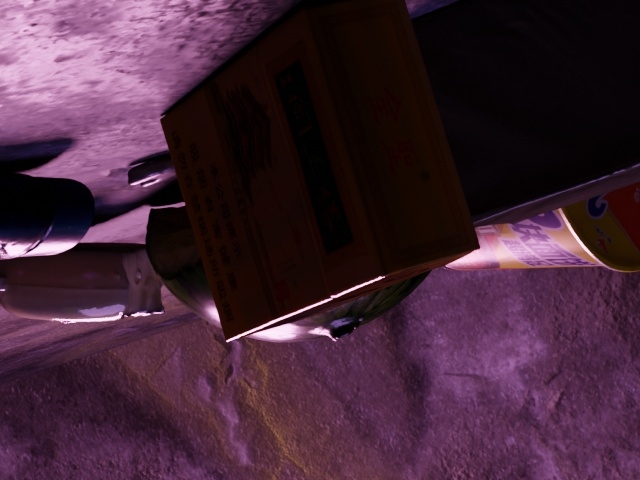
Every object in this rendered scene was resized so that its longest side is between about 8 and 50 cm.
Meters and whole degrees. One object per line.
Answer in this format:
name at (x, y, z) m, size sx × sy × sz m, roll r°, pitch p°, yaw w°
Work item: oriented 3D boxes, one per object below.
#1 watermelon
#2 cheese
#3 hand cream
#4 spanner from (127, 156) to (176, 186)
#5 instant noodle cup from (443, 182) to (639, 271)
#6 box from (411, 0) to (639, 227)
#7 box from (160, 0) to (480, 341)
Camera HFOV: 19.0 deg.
watermelon at (0.000, 0.000, 1.781) m, size 0.330 × 0.189 × 0.331 m, roll -12°, pitch 177°, yaw -1°
cheese at (-0.272, 0.038, 1.811) m, size 0.248 × 0.071 × 0.163 m, roll 2°, pitch -176°, yaw -4°
hand cream at (-0.287, -0.018, 1.352) m, size 0.120 × 0.061 × 0.270 m, roll -15°, pitch 170°, yaw 40°
spanner at (-0.048, -0.088, 1.540) m, size 0.254 × 0.015 × 0.054 m, roll -19°, pitch 174°, yaw 24°
instant noodle cup at (0.171, -0.066, 1.572) m, size 0.174 × 0.213 × 0.213 m, roll -10°, pitch -179°, yaw 39°
box at (0.197, -0.114, 1.337) m, size 0.231 × 0.149 × 0.155 m, roll -19°, pitch 175°, yaw 24°
box at (-0.010, -0.042, 1.276) m, size 0.076 × 0.174 × 0.274 m, roll -16°, pitch 176°, yaw -26°
